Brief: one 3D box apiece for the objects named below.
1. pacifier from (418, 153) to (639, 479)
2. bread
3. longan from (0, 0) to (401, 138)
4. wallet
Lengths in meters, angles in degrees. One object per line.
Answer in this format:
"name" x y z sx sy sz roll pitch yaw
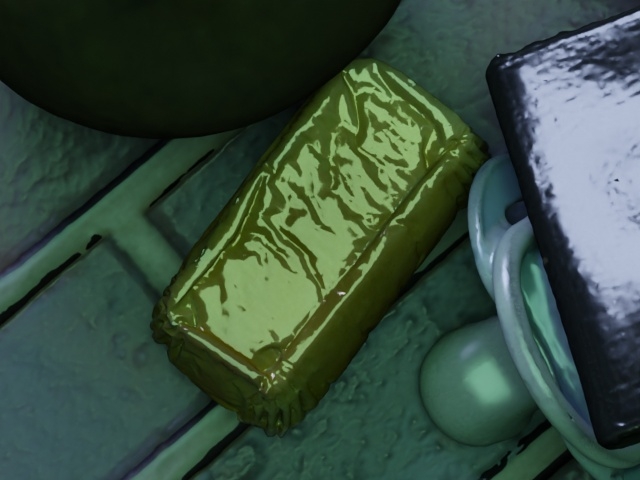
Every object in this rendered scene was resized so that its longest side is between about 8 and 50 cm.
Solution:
"pacifier" 0.155 0.082 1.428 0.207 0.227 0.279 -29 87 35
"bread" 0.000 0.000 1.434 0.152 0.119 0.288 36 84 3
"longan" -0.104 -0.208 1.362 0.350 0.288 0.288 -2 86 2
"wallet" 0.230 -0.022 1.316 0.170 0.044 0.321 -22 57 15
